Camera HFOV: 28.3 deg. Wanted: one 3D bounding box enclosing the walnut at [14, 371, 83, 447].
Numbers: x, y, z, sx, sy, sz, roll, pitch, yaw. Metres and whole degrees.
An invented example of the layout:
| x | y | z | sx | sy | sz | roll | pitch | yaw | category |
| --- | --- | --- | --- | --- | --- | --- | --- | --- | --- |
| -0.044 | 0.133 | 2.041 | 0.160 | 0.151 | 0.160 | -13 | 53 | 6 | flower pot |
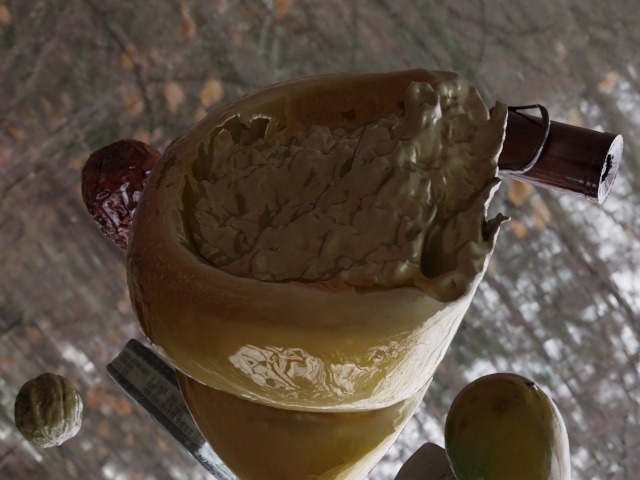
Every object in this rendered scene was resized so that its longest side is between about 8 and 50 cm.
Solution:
| x | y | z | sx | sy | sz | roll | pitch | yaw | category |
| --- | --- | --- | --- | --- | --- | --- | --- | --- | --- |
| -0.327 | 0.204 | 1.527 | 0.092 | 0.092 | 0.092 | -29 | -156 | 14 | walnut |

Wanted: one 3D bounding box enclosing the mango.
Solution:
| x | y | z | sx | sy | sz | roll | pitch | yaw | category |
| --- | --- | --- | --- | --- | --- | --- | --- | --- | --- |
| 0.241 | 0.291 | 1.614 | 0.156 | 0.251 | 0.114 | -10 | -176 | 13 | mango |

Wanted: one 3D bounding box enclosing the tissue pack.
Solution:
| x | y | z | sx | sy | sz | roll | pitch | yaw | category |
| --- | --- | --- | --- | --- | --- | --- | --- | --- | --- |
| -0.185 | 0.266 | 1.869 | 0.081 | 0.185 | 0.257 | -50 | -134 | -9 | tissue pack |

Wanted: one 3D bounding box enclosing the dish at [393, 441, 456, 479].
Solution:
| x | y | z | sx | sy | sz | roll | pitch | yaw | category |
| --- | --- | --- | --- | --- | --- | --- | --- | --- | --- |
| 0.188 | 0.436 | 1.898 | 0.117 | 0.256 | 0.256 | -36 | -158 | -18 | dish |

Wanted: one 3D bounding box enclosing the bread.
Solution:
| x | y | z | sx | sy | sz | roll | pitch | yaw | category |
| --- | --- | --- | --- | --- | --- | --- | --- | --- | --- |
| 0.024 | 0.010 | 1.077 | 0.328 | 0.245 | 0.424 | -15 | -151 | 18 | bread |

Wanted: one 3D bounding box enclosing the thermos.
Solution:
| x | y | z | sx | sy | sz | roll | pitch | yaw | category |
| --- | --- | --- | --- | --- | --- | --- | --- | --- | --- |
| 0.275 | -0.120 | 1.688 | 0.232 | 0.124 | 0.099 | 16 | -101 | 24 | thermos |

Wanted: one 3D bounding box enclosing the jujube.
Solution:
| x | y | z | sx | sy | sz | roll | pitch | yaw | category |
| --- | --- | --- | --- | --- | --- | --- | --- | --- | --- |
| -0.225 | -0.045 | 1.577 | 0.112 | 0.176 | 0.109 | 10 | -126 | 29 | jujube |
